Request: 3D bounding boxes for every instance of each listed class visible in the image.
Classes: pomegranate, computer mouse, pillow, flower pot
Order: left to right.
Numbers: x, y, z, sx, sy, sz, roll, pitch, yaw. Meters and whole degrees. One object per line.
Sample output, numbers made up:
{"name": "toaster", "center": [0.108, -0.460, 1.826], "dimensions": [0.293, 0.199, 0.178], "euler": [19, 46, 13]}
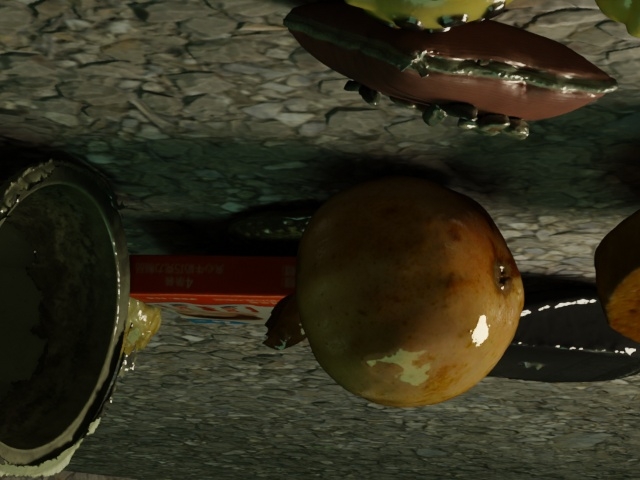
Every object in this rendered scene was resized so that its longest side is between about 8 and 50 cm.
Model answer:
{"name": "flower pot", "center": [-0.336, 0.053, 1.563], "dimensions": [0.259, 0.290, 0.290], "euler": [9, 167, 23]}
{"name": "pomegranate", "center": [0.074, 0.045, 1.539], "dimensions": [0.207, 0.207, 0.207], "euler": [2, 163, 1]}
{"name": "pillow", "center": [0.079, -0.114, 1.161], "dimensions": [0.171, 0.075, 0.179], "euler": [8, -172, -29]}
{"name": "computer mouse", "center": [0.226, 0.094, 1.859], "dimensions": [0.295, 0.087, 0.168], "euler": [4, 164, -19]}

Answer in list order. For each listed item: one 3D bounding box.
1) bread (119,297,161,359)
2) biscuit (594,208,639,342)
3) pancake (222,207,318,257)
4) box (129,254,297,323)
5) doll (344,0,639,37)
{"name": "bread", "center": [-0.271, 0.068, 1.879], "dimensions": [0.128, 0.088, 0.232], "euler": [-19, 149, 34]}
{"name": "biscuit", "center": [0.429, 0.001, 1.477], "dimensions": [0.394, 0.070, 0.350], "euler": [-15, 153, 19]}
{"name": "pancake", "center": [0.000, 0.002, 1.707], "dimensions": [0.199, 0.021, 0.199], "euler": [4, 166, 1]}
{"name": "box", "center": [-0.031, 0.054, 1.786], "dimensions": [0.273, 0.048, 0.265], "euler": [0, 172, 12]}
{"name": "doll", "center": [0.151, -0.162, 1.035], "dimensions": [0.291, 0.086, 0.117], "euler": [-1, -157, 5]}
